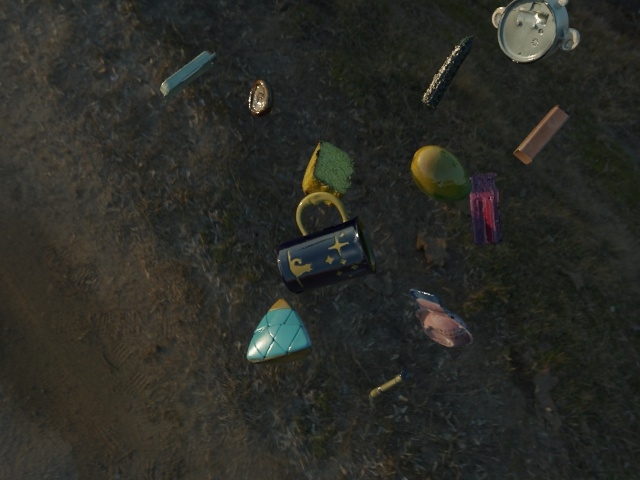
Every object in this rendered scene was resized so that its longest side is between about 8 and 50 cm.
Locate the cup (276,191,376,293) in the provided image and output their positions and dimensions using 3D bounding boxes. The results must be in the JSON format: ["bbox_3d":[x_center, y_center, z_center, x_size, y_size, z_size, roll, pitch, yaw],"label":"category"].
[{"bbox_3d":[0.008,0.011,1.378,0.256,0.178,0.255,-17,69,14],"label":"cup"}]

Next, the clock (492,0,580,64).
[{"bbox_3d":[0.498,-0.502,1.104,0.063,0.155,0.229,-29,52,-29],"label":"clock"}]

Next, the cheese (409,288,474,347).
[{"bbox_3d":[0.346,0.231,1.355,0.189,0.286,0.074,10,57,46],"label":"cheese"}]

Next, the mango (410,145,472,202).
[{"bbox_3d":[0.326,-0.172,1.251,0.195,0.092,0.130,26,112,-20],"label":"mango"}]

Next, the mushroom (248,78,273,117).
[{"bbox_3d":[-0.192,-0.469,1.542,0.052,0.123,0.123,-7,67,-41],"label":"mushroom"}]

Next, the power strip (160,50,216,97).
[{"bbox_3d":[-0.333,-0.425,1.188,0.030,0.047,0.191,43,67,-3],"label":"power strip"}]

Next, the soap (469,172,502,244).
[{"bbox_3d":[0.593,-0.114,1.670,0.099,0.162,0.249,-4,92,24],"label":"soap"}]

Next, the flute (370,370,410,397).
[{"bbox_3d":[0.175,0.376,1.209,0.027,0.233,0.027,7,60,-12],"label":"flute"}]

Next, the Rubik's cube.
[{"bbox_3d":[-0.112,0.315,1.632,0.255,0.254,0.254,2,70,-5],"label":"Rubik's cube"}]

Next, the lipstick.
[{"bbox_3d":[0.531,-0.253,1.119,0.045,0.045,0.145,41,88,2],"label":"lipstick"}]

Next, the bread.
[{"bbox_3d":[0.019,-0.211,1.597,0.160,0.147,0.260,26,42,-19],"label":"bread"}]

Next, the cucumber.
[{"bbox_3d":[0.491,-0.650,1.798,0.072,0.300,0.072,22,32,-14],"label":"cucumber"}]
